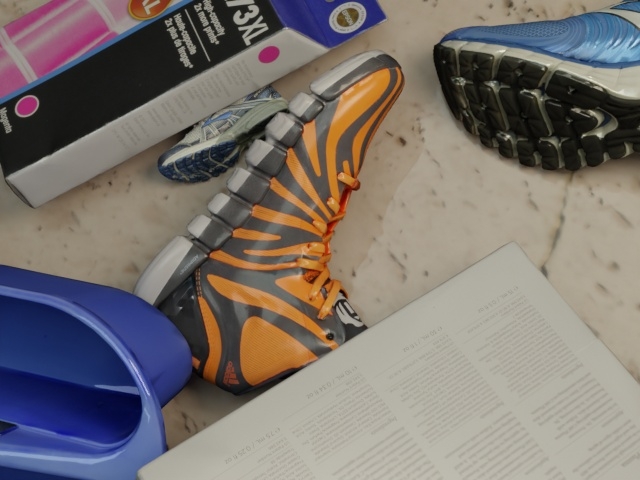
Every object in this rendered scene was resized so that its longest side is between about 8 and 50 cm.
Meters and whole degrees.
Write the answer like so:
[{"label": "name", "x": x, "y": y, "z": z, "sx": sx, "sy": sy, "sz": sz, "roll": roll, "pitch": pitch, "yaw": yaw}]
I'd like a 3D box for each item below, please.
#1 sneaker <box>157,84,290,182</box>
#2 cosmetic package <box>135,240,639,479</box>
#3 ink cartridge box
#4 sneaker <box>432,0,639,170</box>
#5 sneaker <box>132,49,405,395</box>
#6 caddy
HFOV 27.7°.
[{"label": "sneaker", "x": -0.092, "y": -0.102, "z": 1.201, "sx": 0.135, "sy": 0.052, "sz": 0.058, "roll": -28, "pitch": 62, "yaw": -5}, {"label": "cosmetic package", "x": 0.091, "y": 0.205, "z": 0.971, "sx": 0.377, "sy": 0.097, "sz": 0.284, "roll": -29, "pitch": 67, "yaw": -28}, {"label": "ink cartridge box", "x": -0.140, "y": -0.189, "z": 1.203, "sx": 0.371, "sy": 0.069, "sz": 0.176, "roll": -27, "pitch": 57, "yaw": 1}, {"label": "sneaker", "x": 0.259, "y": -0.147, "z": 1.115, "sx": 0.330, "sy": 0.130, "sz": 0.147, "roll": 8, "pitch": 50, "yaw": 21}, {"label": "sneaker", "x": 0.000, "y": 0.000, "z": 1.126, "sx": 0.180, "sy": 0.124, "sz": 0.321, "roll": 42, "pitch": 97, "yaw": 14}, {"label": "caddy", "x": -0.268, "y": 0.146, "z": 1.059, "sx": 0.341, "sy": 0.179, "sz": 0.241, "roll": 10, "pitch": 97, "yaw": 17}]
